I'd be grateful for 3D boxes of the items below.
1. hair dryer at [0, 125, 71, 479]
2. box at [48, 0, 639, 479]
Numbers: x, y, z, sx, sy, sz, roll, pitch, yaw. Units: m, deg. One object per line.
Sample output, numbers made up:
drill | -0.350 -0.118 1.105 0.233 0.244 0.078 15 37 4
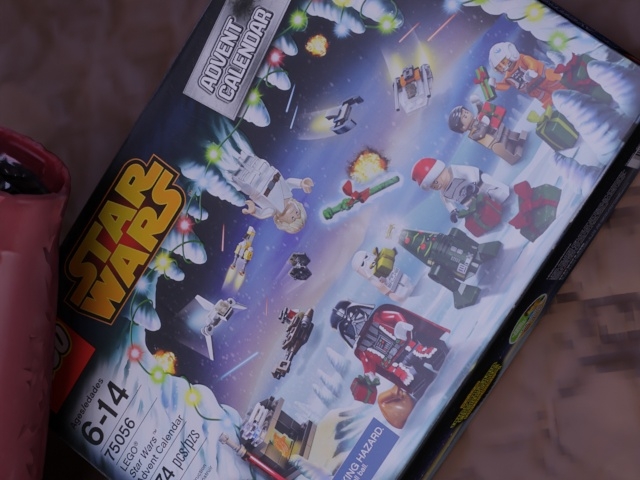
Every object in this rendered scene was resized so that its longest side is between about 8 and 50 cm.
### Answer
hair dryer | -0.049 0.116 0.381 0.223 0.080 0.293 -13 99 18
box | 0.000 0.000 0.386 0.094 0.027 0.137 36 101 20
